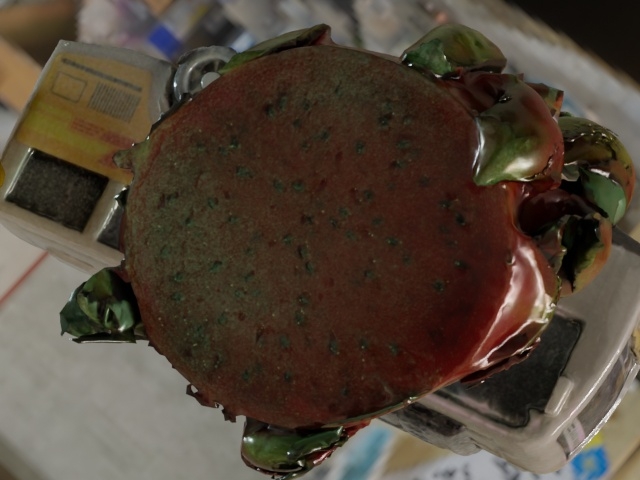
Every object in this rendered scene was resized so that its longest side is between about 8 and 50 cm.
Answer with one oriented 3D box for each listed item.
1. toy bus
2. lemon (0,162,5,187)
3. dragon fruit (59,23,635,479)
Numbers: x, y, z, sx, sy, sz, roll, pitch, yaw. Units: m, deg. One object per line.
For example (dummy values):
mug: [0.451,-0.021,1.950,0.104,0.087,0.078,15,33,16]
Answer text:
toy bus: [0.000,0.000,0.910,0.343,0.138,0.097,24,169,18]
lemon: [-0.303,-0.058,0.828,0.322,0.268,0.268,21,166,13]
dragon fruit: [0.025,0.002,0.547,0.175,0.138,0.142,-6,-161,-45]
